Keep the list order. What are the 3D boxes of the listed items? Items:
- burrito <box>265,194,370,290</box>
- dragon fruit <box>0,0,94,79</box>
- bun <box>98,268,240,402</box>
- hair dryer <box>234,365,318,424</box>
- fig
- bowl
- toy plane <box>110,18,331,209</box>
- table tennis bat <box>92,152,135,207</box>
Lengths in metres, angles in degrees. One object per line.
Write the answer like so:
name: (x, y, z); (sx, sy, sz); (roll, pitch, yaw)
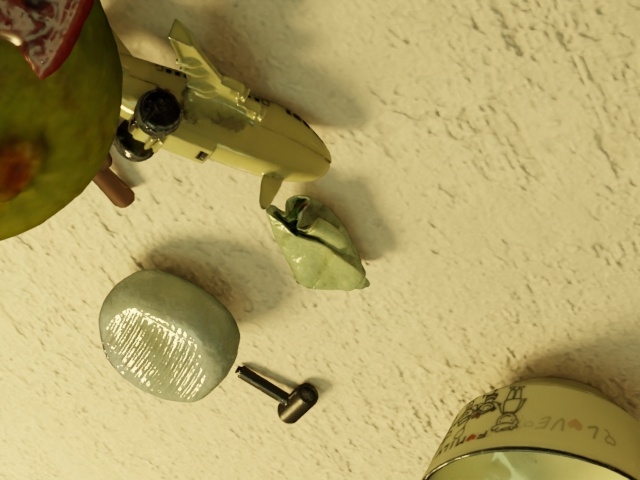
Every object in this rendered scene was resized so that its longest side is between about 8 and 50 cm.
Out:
burrito: (-0.003, 0.000, 1.653); (0.074, 0.044, 0.118); (2, 142, 21)
dragon fruit: (-0.251, -0.305, 1.199); (0.240, 0.330, 0.302); (3, 115, -22)
bun: (-0.140, 0.084, 1.775); (0.141, 0.083, 0.140); (13, 134, 14)
hair dryer: (-0.046, 0.146, 1.865); (0.083, 0.026, 0.047); (33, 137, -9)
fig: (-0.301, -0.150, 1.388); (0.326, 0.258, 0.258); (49, 149, 24)
bowl: (0.217, 0.215, 1.771); (0.238, 0.126, 0.237); (10, 140, 8)
toy plane: (-0.106, -0.101, 1.535); (0.244, 0.092, 0.229); (28, 156, -10)
table tennis bat: (-0.238, -0.039, 1.612); (0.107, 0.119, 0.170); (21, 161, 40)
